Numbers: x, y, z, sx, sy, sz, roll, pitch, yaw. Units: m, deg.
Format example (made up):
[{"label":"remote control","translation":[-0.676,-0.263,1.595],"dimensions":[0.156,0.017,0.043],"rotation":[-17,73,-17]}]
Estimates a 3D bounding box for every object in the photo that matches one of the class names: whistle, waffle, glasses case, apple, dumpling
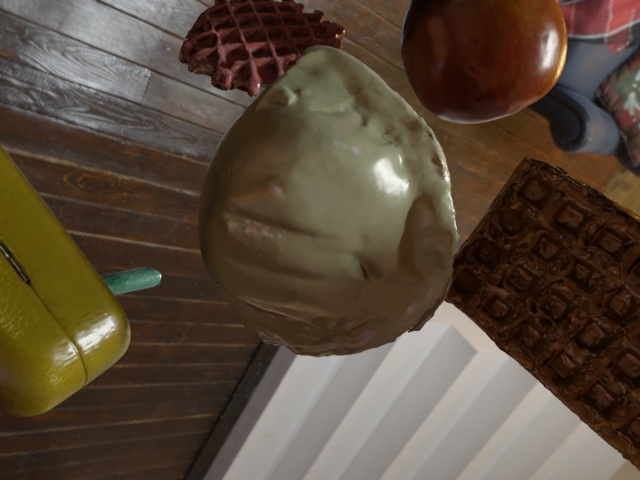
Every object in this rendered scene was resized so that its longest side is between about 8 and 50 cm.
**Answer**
[{"label":"whistle","translation":[-0.347,0.074,0.814],"dimensions":[0.186,0.039,0.039],"rotation":[-11,131,-39]},{"label":"waffle","translation":[0.304,0.069,0.577],"dimensions":[0.091,0.308,0.213],"rotation":[5,124,-56]},{"label":"glasses case","translation":[-0.354,0.003,0.493],"dimensions":[0.141,0.371,0.173],"rotation":[-38,-177,-42]},{"label":"apple","translation":[0.225,-0.286,0.735],"dimensions":[0.230,0.230,0.230],"rotation":[-20,134,-22]},{"label":"dumpling","translation":[0.000,0.000,0.619],"dimensions":[0.233,0.315,0.395],"rotation":[-27,152,-57]},{"label":"waffle","translation":[-0.085,-0.286,0.742],"dimensions":[0.234,0.221,0.055],"rotation":[-57,166,-33]}]
